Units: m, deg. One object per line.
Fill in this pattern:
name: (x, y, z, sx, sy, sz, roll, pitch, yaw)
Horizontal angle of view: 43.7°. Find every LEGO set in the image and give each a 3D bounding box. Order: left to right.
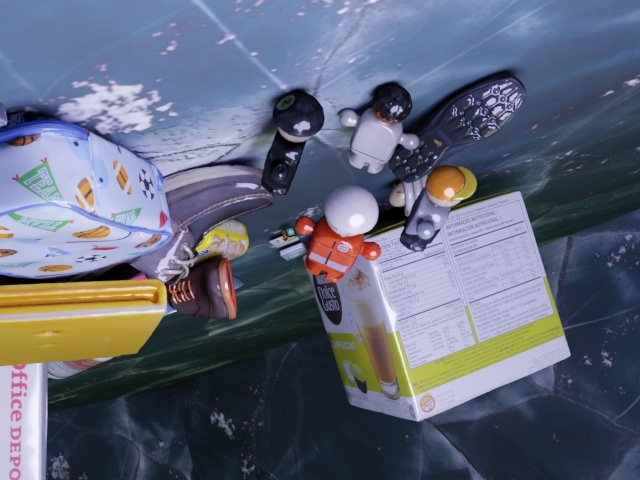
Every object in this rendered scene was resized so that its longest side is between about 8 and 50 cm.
LEGO set: (0.000, 0.000, 1.571, 0.183, 0.060, 0.244, -21, 167, 4)

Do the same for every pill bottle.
pill bottle: (-0.531, 0.222, 1.688, 0.216, 0.121, 0.121, -24, 166, 31)

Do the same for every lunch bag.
lunch bag: (-0.318, -0.033, 0.871, 0.243, 0.114, 0.303, -14, 168, 12)

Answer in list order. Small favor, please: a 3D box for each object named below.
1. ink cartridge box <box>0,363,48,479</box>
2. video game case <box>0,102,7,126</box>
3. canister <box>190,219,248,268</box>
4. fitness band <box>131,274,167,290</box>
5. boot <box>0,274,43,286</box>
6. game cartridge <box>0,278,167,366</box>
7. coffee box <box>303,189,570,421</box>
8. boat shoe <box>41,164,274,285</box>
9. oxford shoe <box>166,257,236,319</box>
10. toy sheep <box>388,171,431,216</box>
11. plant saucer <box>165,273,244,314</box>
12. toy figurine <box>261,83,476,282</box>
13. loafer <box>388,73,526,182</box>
ink cartridge box: (-0.631, 0.287, 1.249, 0.385, 0.279, 0.160, 1, 172, -18)
video game case: (-0.433, -0.088, 0.647, 0.274, 0.026, 0.196, -18, 164, 11)
canister: (-0.199, -0.001, 1.259, 0.126, 0.073, 0.170, -19, 169, 15)
fitness band: (-0.366, 0.094, 1.349, 0.209, 0.054, 0.291, -17, -176, 0)
boot: (-0.486, 0.078, 1.176, 0.204, 0.095, 0.262, -22, 173, 38)
game cartridge: (-0.379, 0.121, 1.103, 0.286, 0.052, 0.324, -2, 164, -21)
coffee box: (0.210, 0.119, 1.551, 0.338, 0.334, 0.338, -18, 180, -21)
boat shoe: (-0.222, 0.002, 1.101, 0.356, 0.130, 0.132, -19, 168, 10)
oxford shoe: (-0.195, 0.088, 1.290, 0.099, 0.096, 0.271, -6, 169, -16)
toy sheep: (0.183, -0.082, 1.374, 0.132, 0.091, 0.091, -10, 167, -4)
plant saucer: (-0.307, 0.115, 1.557, 0.318, 0.043, 0.317, -18, -178, 1)
toy figurine: (0.050, -0.079, 0.942, 0.210, 0.213, 0.148, -15, 152, -25)
loafer: (0.185, -0.160, 1.098, 0.223, 0.076, 0.078, -34, -164, 37)
